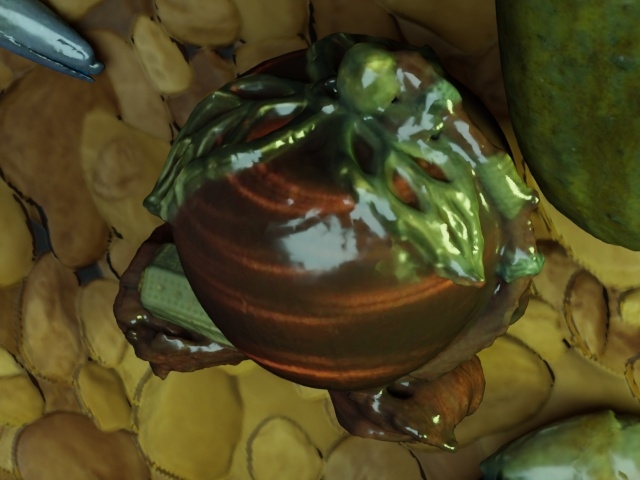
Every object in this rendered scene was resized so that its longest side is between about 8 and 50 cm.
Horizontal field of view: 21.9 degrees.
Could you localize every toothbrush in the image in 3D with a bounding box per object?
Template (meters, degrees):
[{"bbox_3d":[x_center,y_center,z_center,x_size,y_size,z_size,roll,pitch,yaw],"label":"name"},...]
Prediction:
[{"bbox_3d":[-0.289,-0.182,0.844,0.413,0.042,0.035,28,115,5],"label":"toothbrush"}]

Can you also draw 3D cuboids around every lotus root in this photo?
[{"bbox_3d":[0.130,-0.101,0.668,0.123,0.124,0.241,5,130,22],"label":"lotus root"}]

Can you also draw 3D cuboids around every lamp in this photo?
[{"bbox_3d":[-0.006,0.002,0.738,0.215,0.151,0.223,23,119,26],"label":"lamp"}]

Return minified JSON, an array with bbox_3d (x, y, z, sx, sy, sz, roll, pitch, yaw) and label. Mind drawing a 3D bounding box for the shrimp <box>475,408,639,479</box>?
[{"bbox_3d":[0.151,0.256,0.841,0.247,0.085,0.360,6,107,9],"label":"shrimp"}]
